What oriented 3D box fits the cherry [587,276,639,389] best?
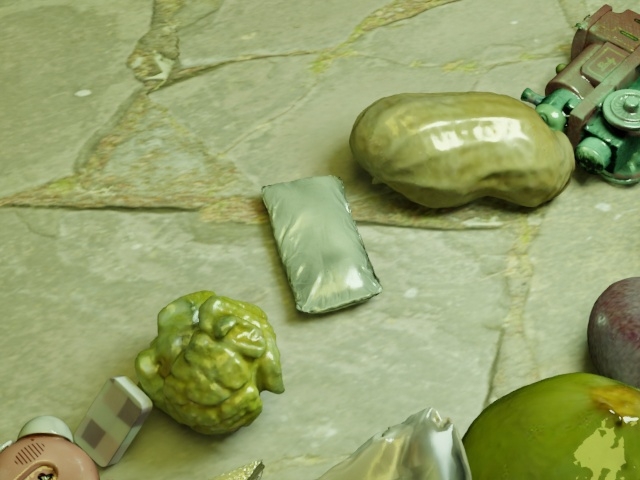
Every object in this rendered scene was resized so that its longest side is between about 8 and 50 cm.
[{"bbox_3d":[0.463,0.150,1.495,0.213,0.184,0.266,-1,43,-25],"label":"cherry"}]

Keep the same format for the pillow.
[{"bbox_3d":[0.000,0.000,1.613,0.128,0.051,0.229,-8,57,-16],"label":"pillow"}]

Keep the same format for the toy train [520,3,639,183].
[{"bbox_3d":[0.460,-0.231,1.778,0.221,0.150,0.304,33,60,26],"label":"toy train"}]

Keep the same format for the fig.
[{"bbox_3d":[0.292,0.302,1.284,0.343,0.343,0.343,3,57,-5],"label":"fig"}]

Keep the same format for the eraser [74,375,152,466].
[{"bbox_3d":[-0.258,0.225,1.407,0.065,0.105,0.026,41,17,20],"label":"eraser"}]

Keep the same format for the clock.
[{"bbox_3d":[-0.339,0.299,1.351,0.162,0.093,0.166,37,61,19],"label":"clock"}]

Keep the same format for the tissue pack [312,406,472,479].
[{"bbox_3d":[0.035,0.414,1.183,0.375,0.195,0.390,-30,60,27],"label":"tissue pack"}]

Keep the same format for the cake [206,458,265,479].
[{"bbox_3d":[-0.119,0.306,1.396,0.065,0.052,0.121,36,60,18],"label":"cake"}]

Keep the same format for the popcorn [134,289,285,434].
[{"bbox_3d":[-0.140,0.154,1.435,0.187,0.167,0.185,26,78,50],"label":"popcorn"}]

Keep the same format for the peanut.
[{"bbox_3d":[0.211,-0.141,1.667,0.339,0.158,0.174,-6,57,-9],"label":"peanut"}]
